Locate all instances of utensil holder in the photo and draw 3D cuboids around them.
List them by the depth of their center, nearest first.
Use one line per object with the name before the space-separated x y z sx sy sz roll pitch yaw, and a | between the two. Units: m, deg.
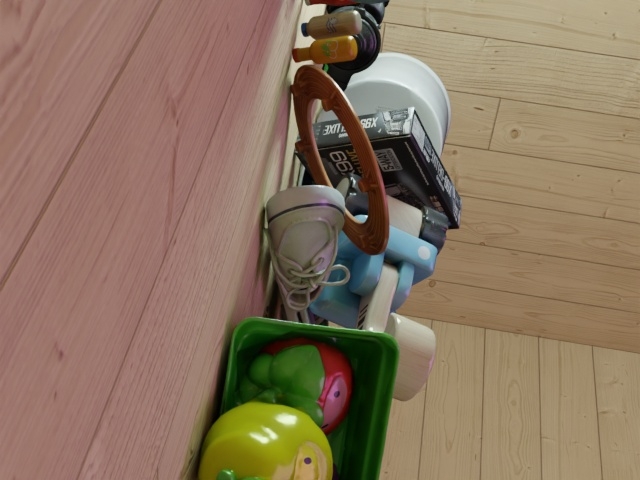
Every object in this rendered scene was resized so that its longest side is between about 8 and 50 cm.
utensil holder | 0.157 -0.279 2.515 0.385 0.327 0.327 -66 164 -70

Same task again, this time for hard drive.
hard drive | -0.038 0.154 2.015 0.307 0.040 0.203 51 23 -88

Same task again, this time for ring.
ring | 0.022 -0.127 1.668 0.336 0.032 0.336 58 -18 32

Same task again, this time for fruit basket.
fruit basket | -0.041 0.295 1.382 0.392 0.283 0.392 -172 -90 -75

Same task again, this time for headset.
headset | 0.097 -0.455 2.119 0.394 0.185 0.243 113 -10 -51

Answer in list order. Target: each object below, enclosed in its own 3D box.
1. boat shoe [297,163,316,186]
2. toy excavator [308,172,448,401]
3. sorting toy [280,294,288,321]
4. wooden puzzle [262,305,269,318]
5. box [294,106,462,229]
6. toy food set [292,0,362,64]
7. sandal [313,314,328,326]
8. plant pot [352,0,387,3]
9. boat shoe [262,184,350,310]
boat shoe | -0.009 -0.084 2.119 0.088 0.096 0.267 71 27 -75
toy excavator | 0.095 0.104 1.853 0.433 0.222 0.445 -34 -142 57
sorting toy | -0.073 0.212 2.004 0.132 0.046 0.274 81 -2 -46
wooden puzzle | -0.105 0.162 1.872 0.049 0.006 0.083 88 12 -75
box | 0.122 -0.126 2.021 0.307 0.242 0.076 55 37 -47
toy food set | 0.000 -0.406 1.633 0.111 0.104 0.232 -44 127 -62
sandal | -0.009 0.165 2.269 0.303 0.086 0.120 -32 -137 58
plant pot | 0.090 -0.482 1.423 0.255 0.271 0.272 123 -19 -61
boat shoe | -0.027 0.036 1.678 0.367 0.136 0.156 109 -25 -69
